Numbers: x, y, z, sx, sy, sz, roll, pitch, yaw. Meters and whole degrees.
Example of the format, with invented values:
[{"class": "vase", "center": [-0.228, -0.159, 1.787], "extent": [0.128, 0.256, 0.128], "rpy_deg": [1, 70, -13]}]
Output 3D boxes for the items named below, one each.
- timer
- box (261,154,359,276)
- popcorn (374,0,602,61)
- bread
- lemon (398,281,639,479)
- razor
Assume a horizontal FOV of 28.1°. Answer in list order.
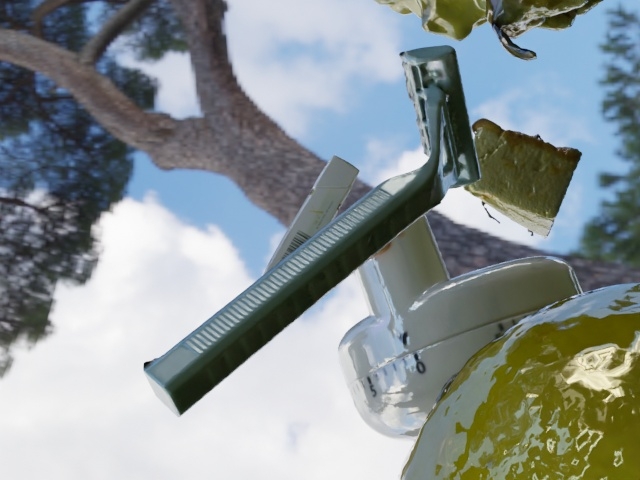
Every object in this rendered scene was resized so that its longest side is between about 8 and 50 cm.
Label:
[{"class": "timer", "center": [0.123, 0.075, 1.144], "extent": [0.233, 0.233, 0.240], "rpy_deg": [-9, -107, -40]}, {"class": "box", "center": [-0.012, -0.016, 1.394], "extent": [0.040, 0.084, 0.154], "rpy_deg": [30, -92, 1]}, {"class": "popcorn", "center": [0.101, -0.201, 0.837], "extent": [0.173, 0.195, 0.168], "rpy_deg": [-36, -18, -47]}, {"class": "bread", "center": [0.183, -0.056, 1.213], "extent": [0.109, 0.080, 0.084], "rpy_deg": [19, -104, 5]}, {"class": "lemon", "center": [0.213, 0.183, 0.742], "extent": [0.348, 0.348, 0.348], "rpy_deg": [-5, -82, -40]}, {"class": "razor", "center": [0.007, 0.004, 0.771], "extent": [0.278, 0.056, 0.111], "rpy_deg": [-45, -41, -26]}]
